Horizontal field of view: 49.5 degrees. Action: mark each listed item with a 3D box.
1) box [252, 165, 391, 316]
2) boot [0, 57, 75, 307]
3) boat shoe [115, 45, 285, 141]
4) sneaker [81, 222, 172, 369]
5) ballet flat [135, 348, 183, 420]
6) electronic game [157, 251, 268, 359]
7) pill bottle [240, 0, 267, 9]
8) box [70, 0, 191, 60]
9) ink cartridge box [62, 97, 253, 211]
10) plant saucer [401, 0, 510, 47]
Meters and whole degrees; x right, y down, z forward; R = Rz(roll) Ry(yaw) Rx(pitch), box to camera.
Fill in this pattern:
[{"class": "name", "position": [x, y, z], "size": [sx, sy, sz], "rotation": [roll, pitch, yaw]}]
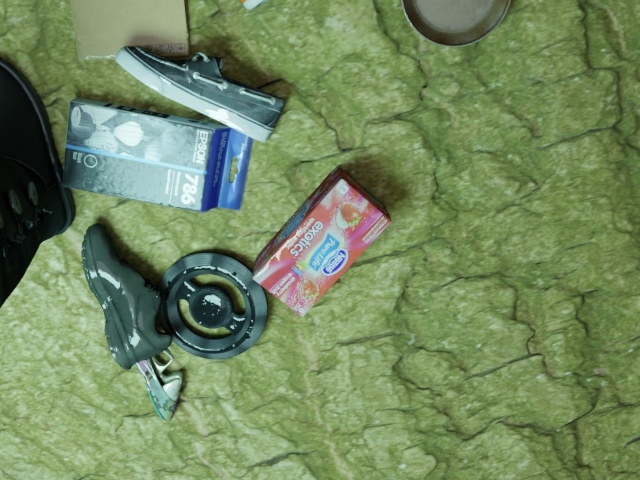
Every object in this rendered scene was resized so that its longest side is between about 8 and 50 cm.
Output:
[{"class": "box", "position": [0.000, 0.000, 1.318], "size": [0.128, 0.122, 0.257], "rotation": [40, 102, -14]}, {"class": "boot", "position": [-0.550, -0.112, 1.095], "size": [0.146, 0.445, 0.367], "rotation": [-22, 107, 5]}, {"class": "boat shoe", "position": [-0.206, -0.284, 1.230], "size": [0.301, 0.108, 0.102], "rotation": [26, 105, -12]}, {"class": "sneaker", "position": [-0.372, 0.098, 1.343], "size": [0.130, 0.109, 0.286], "rotation": [-19, 95, -8]}, {"class": "ballet flat", "position": [-0.332, 0.267, 1.423], "size": [0.079, 0.077, 0.221], "rotation": [-23, 103, 2]}, {"class": "electronic game", "position": [-0.218, 0.132, 1.392], "size": [0.229, 0.048, 0.229], "rotation": [2, 107, 6]}, {"class": "pill bottle", "position": [-0.133, -0.509, 1.151], "size": [0.121, 0.121, 0.221], "rotation": [-32, 105, 8]}, {"class": "box", "position": [-0.338, -0.407, 1.230], "size": [0.201, 0.021, 0.164], "rotation": [-3, 108, -1]}, {"class": "ink cartridge box", "position": [-0.300, -0.153, 1.293], "size": [0.333, 0.065, 0.165], "rotation": [9, 107, -6]}, {"class": "plant saucer", "position": [0.238, -0.445, 1.228], "size": [0.199, 0.036, 0.198], "rotation": [0, 108, -1]}]
